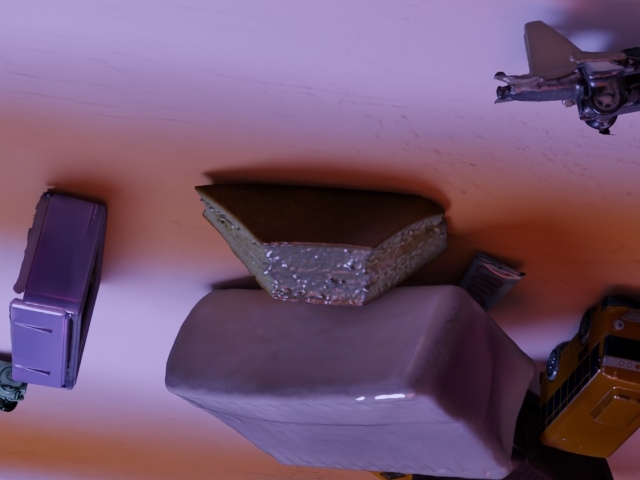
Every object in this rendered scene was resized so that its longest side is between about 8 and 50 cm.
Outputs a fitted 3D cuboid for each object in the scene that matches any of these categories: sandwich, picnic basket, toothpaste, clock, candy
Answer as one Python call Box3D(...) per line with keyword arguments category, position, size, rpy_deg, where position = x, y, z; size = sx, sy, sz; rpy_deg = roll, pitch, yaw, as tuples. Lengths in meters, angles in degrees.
Box3D(category="sandwich", position=(0.000, 0.000, 1.646), size=(0.258, 0.096, 0.094), rpy_deg=(4, 142, 3))
Box3D(category="picnic basket", position=(0.236, 0.271, 1.939), size=(0.129, 0.222, 0.297), rpy_deg=(-38, 129, 21))
Box3D(category="toothpaste", position=(0.154, 0.076, 1.781), size=(0.056, 0.036, 0.205), rpy_deg=(20, 143, -9))
Box3D(category="clock", position=(-0.279, 0.057, 1.750), size=(0.073, 0.144, 0.193), rpy_deg=(11, 148, -4))
Box3D(category="candy", position=(0.032, 0.147, 1.764), size=(0.359, 0.145, 0.208), rpy_deg=(-3, 149, 40))

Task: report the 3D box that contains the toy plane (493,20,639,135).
Box3D(category="toy plane", position=(0.275, -0.135, 1.363), size=(0.262, 0.088, 0.192), rpy_deg=(1, 175, 7))

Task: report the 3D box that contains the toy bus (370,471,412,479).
Box3D(category="toy bus", position=(0.098, 0.266, 2.056), size=(0.070, 0.074, 0.162), rpy_deg=(-17, 141, 37))

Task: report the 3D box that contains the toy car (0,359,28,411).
Box3D(category="toy car", position=(-0.433, 0.164, 2.047), size=(0.143, 0.054, 0.073), rpy_deg=(17, 146, -5))

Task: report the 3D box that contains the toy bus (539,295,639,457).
Box3D(category="toy bus", position=(0.311, 0.151, 1.782), size=(0.098, 0.114, 0.201), rpy_deg=(13, 148, -9))
